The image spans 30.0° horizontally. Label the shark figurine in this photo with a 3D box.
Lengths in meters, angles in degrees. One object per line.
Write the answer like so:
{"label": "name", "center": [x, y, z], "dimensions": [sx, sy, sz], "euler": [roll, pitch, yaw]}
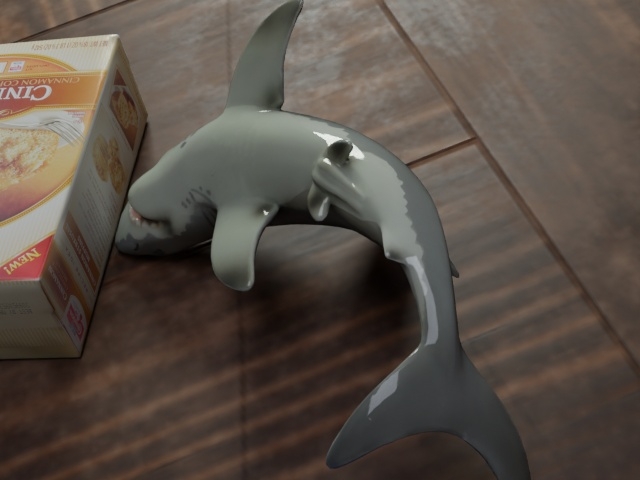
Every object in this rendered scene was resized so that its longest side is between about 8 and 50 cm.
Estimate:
{"label": "shark figurine", "center": [0.022, -0.005, 0.580], "dimensions": [0.278, 0.116, 0.166], "euler": [35, 98, 45]}

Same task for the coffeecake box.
{"label": "coffeecake box", "center": [-0.189, -0.026, 0.668], "dimensions": [0.142, 0.068, 0.186], "euler": [-3, 49, 11]}
